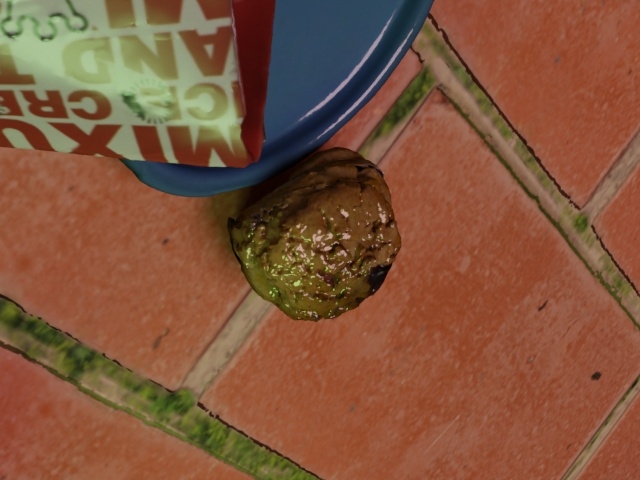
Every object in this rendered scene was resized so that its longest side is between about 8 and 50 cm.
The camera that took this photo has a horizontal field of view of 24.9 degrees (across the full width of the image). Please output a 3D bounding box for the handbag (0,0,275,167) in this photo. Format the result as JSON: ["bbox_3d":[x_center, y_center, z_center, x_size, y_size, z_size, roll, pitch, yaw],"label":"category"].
[{"bbox_3d":[-0.102,-0.174,0.607,0.151,0.171,0.298,-52,141,-70],"label":"handbag"}]

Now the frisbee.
[{"bbox_3d":[-0.029,-0.156,0.896,0.289,0.049,0.289,-33,148,-24],"label":"frisbee"}]

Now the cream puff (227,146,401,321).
[{"bbox_3d":[0.000,0.000,0.999,0.119,0.104,0.133,-38,170,13],"label":"cream puff"}]
